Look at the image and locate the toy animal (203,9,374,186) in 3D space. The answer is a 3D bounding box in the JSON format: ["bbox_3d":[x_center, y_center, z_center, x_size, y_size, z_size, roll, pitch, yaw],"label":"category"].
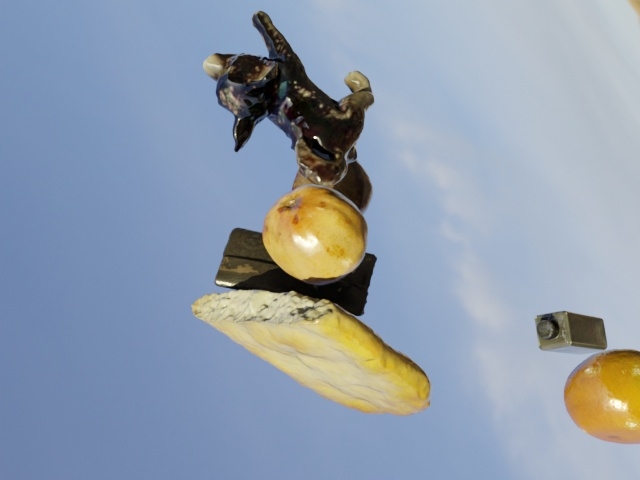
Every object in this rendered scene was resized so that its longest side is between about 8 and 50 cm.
[{"bbox_3d":[-0.066,-0.249,1.713,0.344,0.194,0.302,29,-143,-4],"label":"toy animal"}]

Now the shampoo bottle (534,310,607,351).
[{"bbox_3d":[0.550,0.204,2.031,0.246,0.079,0.080,12,-113,-50],"label":"shampoo bottle"}]

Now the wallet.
[{"bbox_3d":[-0.050,0.058,1.932,0.321,0.044,0.170,11,-133,6],"label":"wallet"}]

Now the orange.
[{"bbox_3d":[0.417,0.214,1.272,0.156,0.156,0.124,34,-119,-34],"label":"orange"}]

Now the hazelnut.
[{"bbox_3d":[0.029,-0.114,2.198,0.208,0.208,0.208,38,-149,-28],"label":"hazelnut"}]

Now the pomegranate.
[{"bbox_3d":[-0.010,-0.009,1.793,0.207,0.207,0.207,38,-149,-28],"label":"pomegranate"}]

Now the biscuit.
[{"bbox_3d":[0.017,0.217,1.796,0.446,0.429,0.104,35,-114,-24],"label":"biscuit"}]
